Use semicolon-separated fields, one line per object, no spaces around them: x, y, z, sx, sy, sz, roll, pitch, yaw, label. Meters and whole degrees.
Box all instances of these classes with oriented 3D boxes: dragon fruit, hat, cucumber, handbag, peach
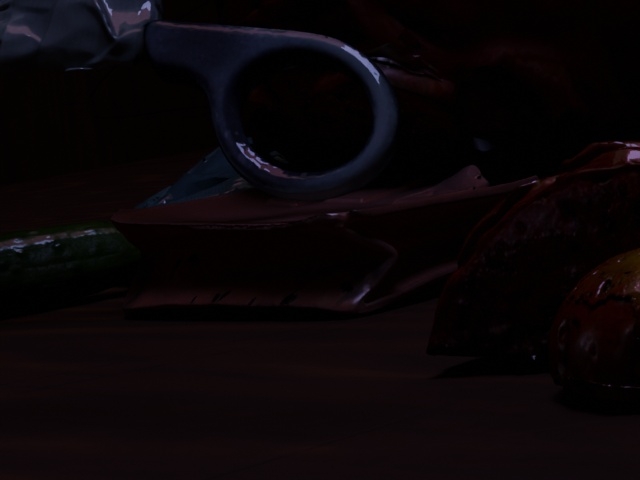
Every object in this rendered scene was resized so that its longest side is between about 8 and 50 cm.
0.081;-0.154;1.152;0.295;0.302;0.295;10;1;0;dragon fruit
-0.056;-0.020;1.292;0.138;0.078;0.191;-15;18;45;hat
-0.215;0.023;1.167;0.250;0.056;0.056;-9;5;-23;cucumber
0.000;0.000;1.041;0.157;0.059;0.212;-14;9;-40;handbag
0.113;0.026;0.640;0.077;0.050;0.083;-7;1;6;peach
0.126;0.001;0.728;0.162;0.083;0.106;-9;1;29;dragon fruit

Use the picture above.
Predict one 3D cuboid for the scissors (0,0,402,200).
-0.134;-0.129;1.053;0.383;0.256;0.029;-4;-23;20;scissors
